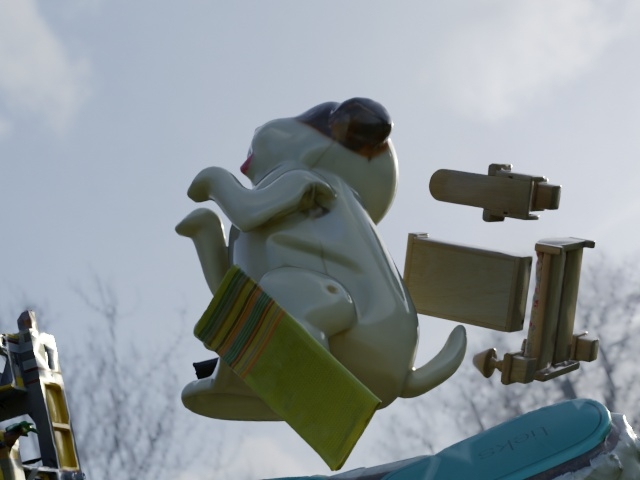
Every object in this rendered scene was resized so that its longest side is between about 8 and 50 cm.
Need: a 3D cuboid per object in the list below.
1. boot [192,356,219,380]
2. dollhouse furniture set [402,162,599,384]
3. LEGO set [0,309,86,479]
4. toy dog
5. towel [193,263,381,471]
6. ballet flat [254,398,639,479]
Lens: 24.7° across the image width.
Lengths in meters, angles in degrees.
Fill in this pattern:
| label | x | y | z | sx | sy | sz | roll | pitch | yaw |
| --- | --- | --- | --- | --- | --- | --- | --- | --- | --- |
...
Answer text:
| label | x | y | z | sx | sy | sz | roll | pitch | yaw |
| --- | --- | --- | --- | --- | --- | --- | --- | --- | --- |
| boot | -0.154 | 0.188 | 2.284 | 0.099 | 0.045 | 0.121 | -18 | -55 | 22 |
| dollhouse furniture set | 0.277 | 0.035 | 2.116 | 0.173 | 0.303 | 0.355 | 11 | 8 | 30 |
| LEGO set | -0.336 | 0.155 | 1.110 | 0.331 | 0.192 | 0.255 | -19 | -14 | 18 |
| toy dog | 0.000 | 0.000 | 1.915 | 0.395 | 0.408 | 0.284 | 3 | -30 | 1 |
| towel | -0.040 | 0.134 | 1.567 | 0.021 | 0.237 | 0.102 | -8 | -47 | -51 |
| ballet flat | 0.044 | 0.233 | 1.054 | 0.409 | 0.147 | 0.147 | -16 | -30 | 8 |
